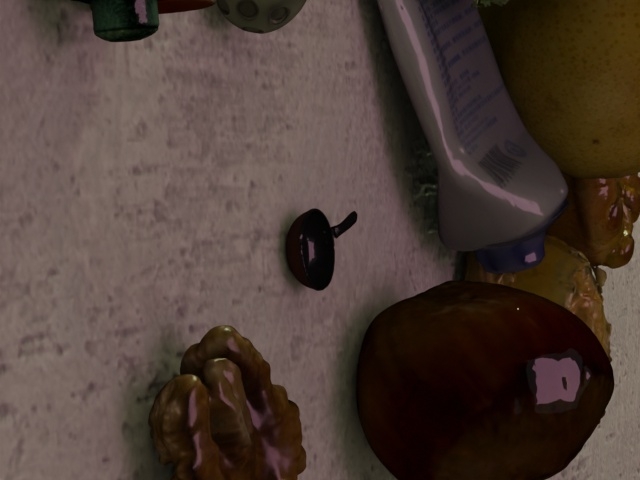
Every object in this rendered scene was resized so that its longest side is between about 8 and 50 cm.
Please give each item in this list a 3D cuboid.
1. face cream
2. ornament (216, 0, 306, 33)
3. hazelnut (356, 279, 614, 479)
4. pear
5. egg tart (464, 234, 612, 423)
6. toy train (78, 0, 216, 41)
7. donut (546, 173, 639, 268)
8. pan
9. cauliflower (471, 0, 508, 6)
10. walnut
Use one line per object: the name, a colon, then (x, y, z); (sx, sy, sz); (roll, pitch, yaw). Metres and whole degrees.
face cream: (0.137, -0.165, 1.595); (0.235, 0.137, 0.420); (-44, 117, -61)
ornament: (-0.036, -0.217, 1.252); (0.075, 0.081, 0.156); (38, 39, -14)
hazelnut: (0.142, 0.130, 1.448); (0.251, 0.217, 0.217); (-9, 94, -42)
pear: (0.309, -0.227, 1.765); (0.314, 0.314, 0.314); (-4, 90, -66)
egg tart: (0.250, 0.107, 1.773); (0.315, 0.120, 0.315); (-5, 90, -66)
toy train: (-0.125, -0.270, 1.029); (0.177, 0.116, 0.285); (-20, 104, -77)
donut: (0.329, -0.077, 1.981); (0.226, 0.113, 0.227); (-5, 90, -65)
pan: (0.000, 0.000, 1.347); (0.115, 0.023, 0.068); (-40, 122, -58)
cauliflower: (0.181, -0.384, 1.554); (0.275, 0.250, 0.272); (-69, -175, -47)
walnut: (-0.068, 0.147, 1.123); (0.143, 0.069, 0.170); (-55, 134, -53)
